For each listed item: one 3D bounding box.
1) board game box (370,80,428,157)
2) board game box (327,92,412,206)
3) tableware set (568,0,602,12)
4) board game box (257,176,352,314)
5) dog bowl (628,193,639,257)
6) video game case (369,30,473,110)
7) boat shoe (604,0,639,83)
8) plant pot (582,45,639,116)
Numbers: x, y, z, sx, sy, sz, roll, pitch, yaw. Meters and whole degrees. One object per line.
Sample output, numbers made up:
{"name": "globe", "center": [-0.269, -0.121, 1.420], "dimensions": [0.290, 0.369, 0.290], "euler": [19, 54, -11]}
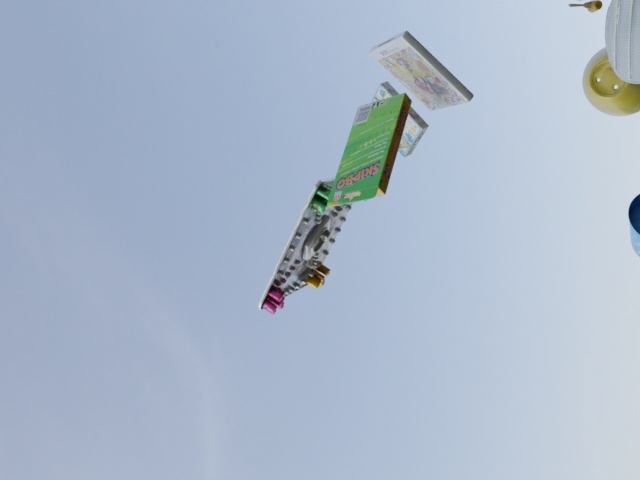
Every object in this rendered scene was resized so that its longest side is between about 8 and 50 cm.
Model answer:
{"name": "board game box", "center": [0.179, -0.287, 1.656], "dimensions": [0.026, 0.154, 0.103], "euler": [-27, -20, -33]}
{"name": "board game box", "center": [0.098, -0.176, 1.396], "dimensions": [0.039, 0.124, 0.259], "euler": [43, -126, -35]}
{"name": "tableware set", "center": [0.494, -0.493, 1.262], "dimensions": [0.104, 0.024, 0.154], "euler": [-1, -80, -11]}
{"name": "board game box", "center": [0.000, 0.000, 1.959], "dimensions": [0.389, 0.050, 0.390], "euler": [-64, -15, 18]}
{"name": "dog bowl", "center": [0.693, 0.000, 1.225], "dimensions": [0.166, 0.298, 0.074], "euler": [-56, -31, -35]}
{"name": "video game case", "center": [0.240, -0.406, 1.697], "dimensions": [0.227, 0.206, 0.026], "euler": [38, -97, -17]}
{"name": "boat shoe", "center": [0.469, -0.365, 0.944], "dimensions": [0.094, 0.109, 0.302], "euler": [-26, -50, -33]}
{"name": "plant pot", "center": [0.522, -0.286, 1.234], "dimensions": [0.095, 0.134, 0.134], "euler": [-16, -71, -52]}
